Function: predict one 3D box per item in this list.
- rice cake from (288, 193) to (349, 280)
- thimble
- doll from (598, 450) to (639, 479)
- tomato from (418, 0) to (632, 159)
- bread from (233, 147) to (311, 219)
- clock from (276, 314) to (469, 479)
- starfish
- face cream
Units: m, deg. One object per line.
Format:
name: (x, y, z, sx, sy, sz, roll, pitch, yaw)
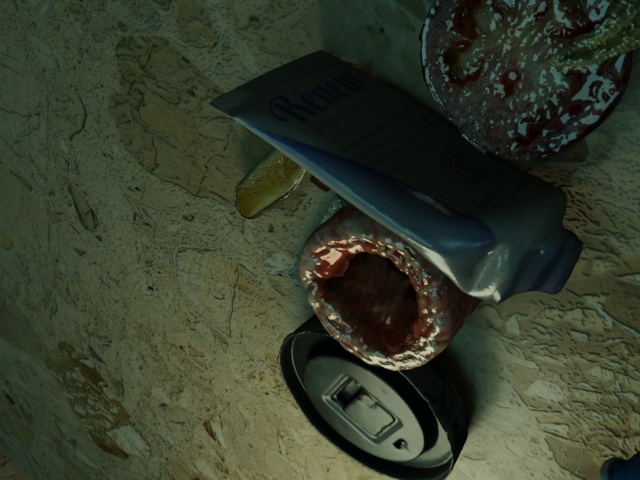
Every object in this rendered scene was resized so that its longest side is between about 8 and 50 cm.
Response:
rice cake: (0.001, 0.000, 1.121, 0.033, 0.033, 0.208, 43, 136, 13)
thimble: (0.101, 0.042, 0.977, 0.239, 0.162, 0.239, 21, 131, 26)
doll: (0.438, 0.271, 0.842, 0.257, 0.161, 0.215, -51, 45, 47)
tomato: (0.217, -0.200, 0.774, 0.225, 0.085, 0.225, 20, 125, 32)
bread: (-0.062, -0.093, 1.100, 0.073, 0.053, 0.214, 55, 139, 1)
clock: (0.077, 0.246, 1.160, 0.325, 0.067, 0.325, 26, 141, 24)
starfish: (0.297, -0.239, 0.646, 0.235, 0.062, 0.277, -24, 90, 15)
face cream: (0.103, -0.080, 0.846, 0.420, 0.235, 0.137, 35, 133, 14)
